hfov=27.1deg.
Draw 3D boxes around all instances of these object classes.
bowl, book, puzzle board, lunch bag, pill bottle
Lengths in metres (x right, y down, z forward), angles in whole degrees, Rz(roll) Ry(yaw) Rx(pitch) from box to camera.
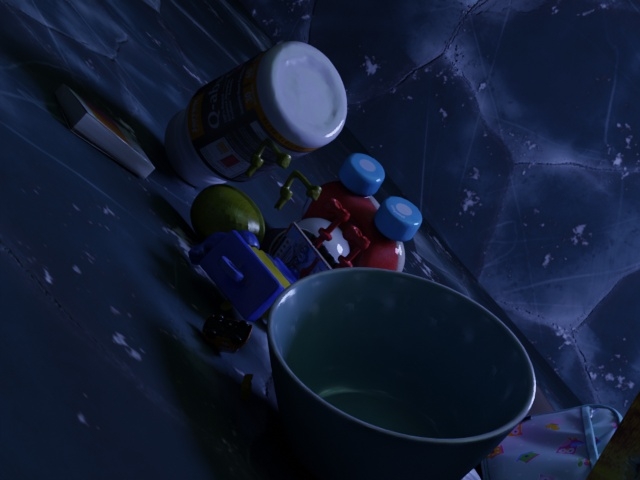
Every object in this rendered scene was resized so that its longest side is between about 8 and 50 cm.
[{"bbox_3d":[0.074,0.184,1.532,0.311,0.163,0.311,11,33,-7],"label":"bowl"},{"bbox_3d":[-0.298,-0.153,1.845,0.144,0.035,0.096,38,11,-43],"label":"book"},{"bbox_3d":[-0.044,0.052,1.860,0.011,0.128,0.096,-9,52,-50],"label":"puzzle board"},{"bbox_3d":[0.347,0.341,1.889,0.279,0.224,0.108,-82,155,-64],"label":"lunch bag"},{"bbox_3d":[-0.104,-0.179,1.989,0.162,0.278,0.162,16,65,-38],"label":"pill bottle"}]

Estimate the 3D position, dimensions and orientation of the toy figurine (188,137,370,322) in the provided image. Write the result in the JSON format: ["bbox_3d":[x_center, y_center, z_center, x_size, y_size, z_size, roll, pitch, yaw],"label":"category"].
[{"bbox_3d":[-0.074,0.013,1.732,0.362,0.191,0.217,50,16,23],"label":"toy figurine"}]

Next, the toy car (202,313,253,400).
[{"bbox_3d":[-0.109,0.140,1.554,0.122,0.060,0.041,-94,-173,-48],"label":"toy car"}]

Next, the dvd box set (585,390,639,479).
[{"bbox_3d":[0.455,0.372,1.636,0.307,0.420,0.062,32,0,39],"label":"dvd box set"}]

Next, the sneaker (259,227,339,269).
[{"bbox_3d":[0.010,0.090,1.989,0.283,0.107,0.124,55,-14,-16],"label":"sneaker"}]

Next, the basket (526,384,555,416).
[{"bbox_3d":[0.344,0.343,2.198,0.204,0.154,0.227,33,19,-29],"label":"basket"}]

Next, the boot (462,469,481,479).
[{"bbox_3d":[0.136,0.336,1.651,0.258,0.095,0.123,23,31,-46],"label":"boot"}]

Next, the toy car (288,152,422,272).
[{"bbox_3d":[0.000,0.000,2.159,0.238,0.219,0.210,-8,50,-42],"label":"toy car"}]
